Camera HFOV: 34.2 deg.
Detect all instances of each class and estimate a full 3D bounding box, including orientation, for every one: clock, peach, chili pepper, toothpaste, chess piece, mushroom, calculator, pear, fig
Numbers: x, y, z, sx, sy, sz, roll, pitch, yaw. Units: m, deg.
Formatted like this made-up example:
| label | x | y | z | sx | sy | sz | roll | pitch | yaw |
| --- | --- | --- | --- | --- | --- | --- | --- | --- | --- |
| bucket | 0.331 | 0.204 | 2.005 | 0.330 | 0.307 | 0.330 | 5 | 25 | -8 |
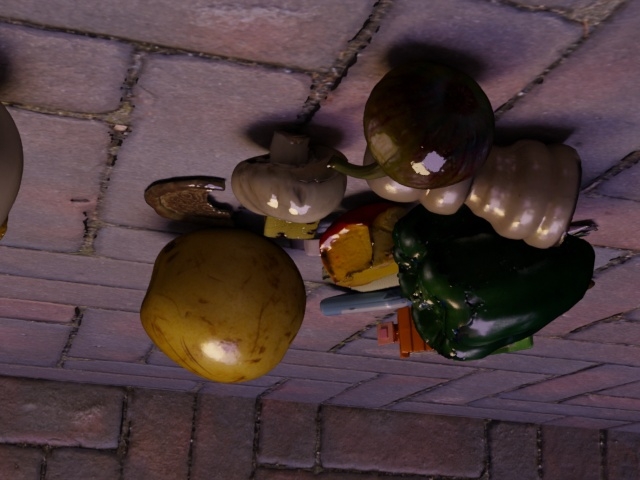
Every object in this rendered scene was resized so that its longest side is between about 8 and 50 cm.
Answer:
| label | x | y | z | sx | sy | sz | roll | pitch | yaw |
| --- | --- | --- | --- | --- | --- | --- | --- | --- | --- |
| clock | 0.256 | 0.174 | 2.078 | 0.255 | 0.106 | 0.220 | 6 | 164 | -38 |
| peach | 0.075 | 0.006 | 1.600 | 0.151 | 0.151 | 0.118 | 21 | -176 | -45 |
| chili pepper | 0.242 | 0.038 | 1.479 | 0.257 | 0.233 | 0.248 | -17 | 170 | -12 |
| clock | 0.000 | 0.000 | 1.699 | 0.087 | 0.041 | 0.129 | -14 | -169 | -28 |
| toothpaste | 0.358 | -0.006 | 1.675 | 0.170 | 0.028 | 0.045 | -11 | 165 | 28 |
| chess piece | 0.183 | -0.082 | 1.311 | 0.261 | 0.142 | 0.143 | 13 | 161 | -10 |
| mushroom | -0.040 | -0.085 | 1.352 | 0.154 | 0.122 | 0.154 | -3 | -159 | 1 |
| calculator | 0.096 | 0.118 | 2.044 | 0.210 | 0.039 | 0.121 | -9 | 179 | 35 |
| pear | -0.160 | 0.104 | 1.738 | 0.281 | 0.280 | 0.280 | 3 | 163 | 1 |
| fig | 0.086 | -0.108 | 1.188 | 0.149 | 0.149 | 0.245 | 13 | 154 | -30 |

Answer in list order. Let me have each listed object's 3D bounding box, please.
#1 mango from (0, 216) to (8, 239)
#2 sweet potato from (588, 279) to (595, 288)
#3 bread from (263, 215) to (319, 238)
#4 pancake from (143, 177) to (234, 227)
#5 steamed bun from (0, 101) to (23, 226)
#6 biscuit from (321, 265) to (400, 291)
| label | x | y | z | sx | sy | sz | roll | pitch | yaw |
| --- | --- | --- | --- | --- | --- | --- | --- | --- | --- |
| mango | -0.559 | -0.026 | 1.553 | 0.249 | 0.151 | 0.156 | -5 | 127 | 34 |
| sweet potato | 0.388 | 0.080 | 1.903 | 0.250 | 0.059 | 0.069 | 1 | -177 | -5 |
| bread | -0.036 | -0.056 | 1.541 | 0.088 | 0.049 | 0.226 | 5 | 162 | -5 |
| pancake | -0.184 | -0.056 | 1.618 | 0.184 | 0.020 | 0.190 | -11 | 158 | 36 |
| steamed bun | -0.504 | -0.109 | 1.182 | 0.324 | 0.206 | 0.324 | 0 | 161 | 0 |
| biscuit | 0.108 | 0.057 | 1.892 | 0.121 | 0.040 | 0.199 | 21 | 157 | -38 |
